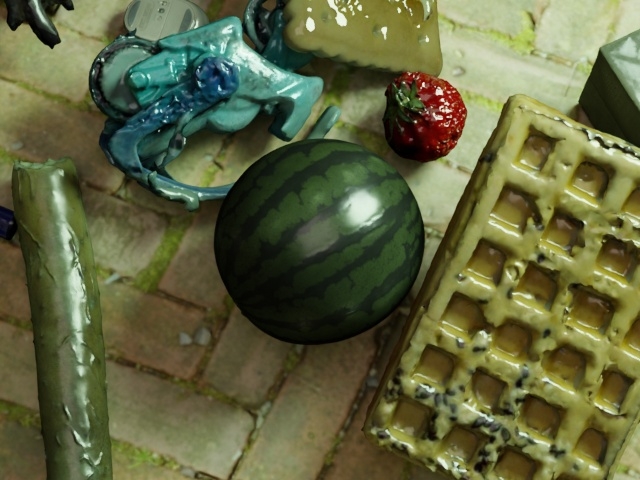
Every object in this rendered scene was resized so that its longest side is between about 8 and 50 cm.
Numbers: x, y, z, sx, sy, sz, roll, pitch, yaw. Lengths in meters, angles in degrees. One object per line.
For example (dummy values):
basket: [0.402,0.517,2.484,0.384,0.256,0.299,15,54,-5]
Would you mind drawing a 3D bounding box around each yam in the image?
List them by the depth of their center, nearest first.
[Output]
yam: [-0.262,0.090,1.424,0.083,0.083,0.372,-10,77,-3]

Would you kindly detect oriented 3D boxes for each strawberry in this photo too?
strawberry: [0.115,-0.132,1.478,0.106,0.106,0.106,0,75,0]

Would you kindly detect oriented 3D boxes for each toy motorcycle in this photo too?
toy motorcycle: [-0.107,-0.143,1.460,0.260,0.154,0.206,-20,98,-11]

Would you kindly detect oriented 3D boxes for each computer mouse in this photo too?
computer mouse: [-0.168,-0.237,1.531,0.096,0.039,0.066,14,74,15]

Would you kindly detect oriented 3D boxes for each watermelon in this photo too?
watermelon: [0.000,0.000,1.381,0.212,0.212,0.212,0,75,0]

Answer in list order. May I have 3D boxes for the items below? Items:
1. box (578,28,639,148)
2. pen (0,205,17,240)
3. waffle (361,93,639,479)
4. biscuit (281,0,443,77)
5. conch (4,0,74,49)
box: [0.415,-0.160,1.457,0.231,0.155,0.149,-26,74,-6]
pen: [-0.447,-0.064,1.485,0.269,0.033,0.033,22,76,6]
waffle: [0.225,0.077,1.346,0.261,0.114,0.376,24,100,2]
biscuit: [0.044,-0.340,1.496,0.217,0.044,0.325,8,73,-38]
conch: [-0.375,-0.345,1.481,0.313,0.240,0.186,36,48,-12]
